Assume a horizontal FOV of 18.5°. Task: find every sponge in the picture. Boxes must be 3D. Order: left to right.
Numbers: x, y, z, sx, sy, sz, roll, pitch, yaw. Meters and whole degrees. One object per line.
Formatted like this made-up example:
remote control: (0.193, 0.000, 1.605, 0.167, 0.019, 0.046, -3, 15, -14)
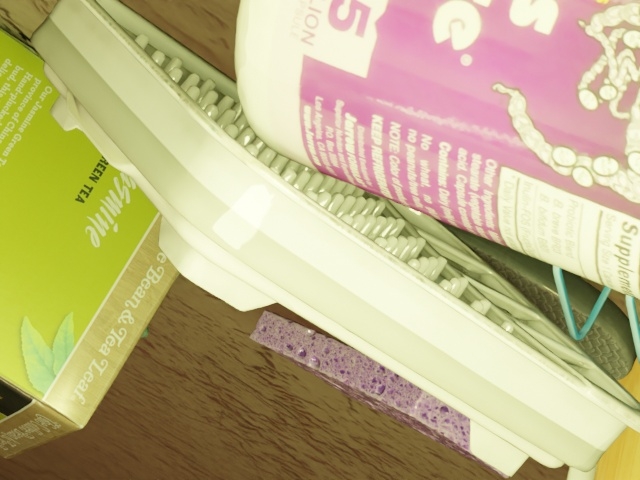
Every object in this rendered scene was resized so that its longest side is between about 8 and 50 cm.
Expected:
sponge: (0.048, 0.114, 1.498, 0.117, 0.031, 0.210, 34, 173, -38)

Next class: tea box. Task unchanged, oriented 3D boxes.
tea box: (-0.290, -0.012, 1.498, 0.323, 0.220, 0.329, 35, 161, -11)

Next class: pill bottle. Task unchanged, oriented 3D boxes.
pill bottle: (0.130, -0.066, 0.818, 0.301, 0.169, 0.169, 22, 160, 21)

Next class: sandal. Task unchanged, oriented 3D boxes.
sandal: (0.096, -0.001, 1.237, 0.254, 0.054, 0.097, 33, 156, 22)

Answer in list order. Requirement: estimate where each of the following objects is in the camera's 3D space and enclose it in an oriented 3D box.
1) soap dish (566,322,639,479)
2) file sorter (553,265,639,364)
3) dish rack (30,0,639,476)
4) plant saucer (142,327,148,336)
soap dish: (0.270, 0.222, 1.290, 0.118, 0.229, 0.291, -9, 140, 36)
file sorter: (0.218, 0.019, 1.007, 0.170, 0.104, 0.118, 21, 160, 23)
dish rack: (0.000, 0.000, 1.007, 0.333, 0.072, 0.285, 34, -172, -37)
plant saucer: (-0.245, 0.052, 1.701, 0.192, 0.067, 0.018, 0, 153, -6)
